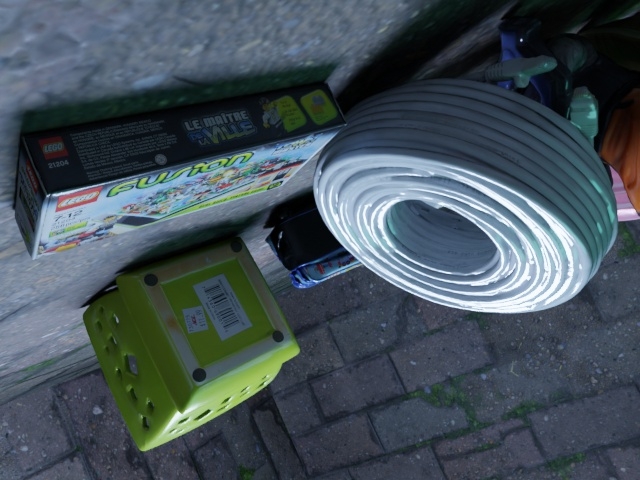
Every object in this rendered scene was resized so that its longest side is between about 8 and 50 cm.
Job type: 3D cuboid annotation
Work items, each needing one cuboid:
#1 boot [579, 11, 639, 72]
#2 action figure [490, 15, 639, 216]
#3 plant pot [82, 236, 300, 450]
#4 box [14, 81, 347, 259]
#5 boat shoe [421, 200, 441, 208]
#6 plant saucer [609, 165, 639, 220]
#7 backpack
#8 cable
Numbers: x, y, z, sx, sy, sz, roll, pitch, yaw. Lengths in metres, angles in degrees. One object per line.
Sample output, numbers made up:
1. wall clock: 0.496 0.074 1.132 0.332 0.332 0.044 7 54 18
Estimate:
1. boot: 0.363 -0.218 0.521 0.165 0.077 0.213 -48 -154 -4
2. action figure: 0.283 -0.069 0.533 0.178 0.330 0.341 -43 145 -18
3. plant pot: -0.176 0.132 0.802 0.227 0.228 0.207 -20 165 -39
4. box: -0.094 -0.050 0.387 0.207 0.036 0.114 -21 173 -34
5. boat shoe: 0.227 -0.095 1.109 0.219 0.078 0.070 -31 170 37
6. plant saucer: 0.513 -0.178 0.894 0.332 0.084 0.332 -32 -150 21
7. backpack: 0.000 0.000 0.844 0.158 0.117 0.173 -22 176 -19
8. cable: 0.119 -0.025 0.496 0.257 0.257 0.089 3 -125 42
